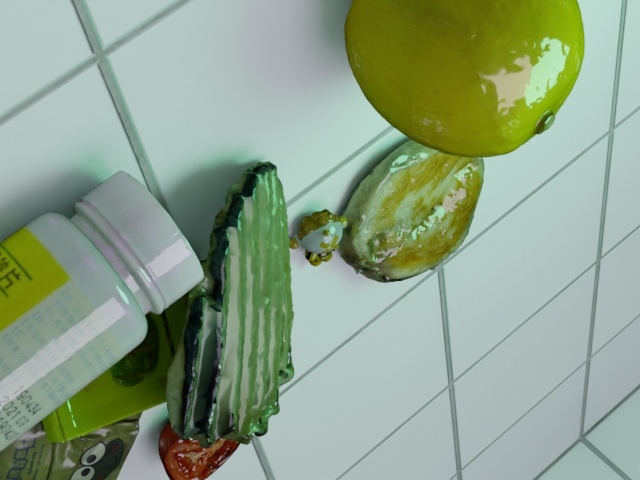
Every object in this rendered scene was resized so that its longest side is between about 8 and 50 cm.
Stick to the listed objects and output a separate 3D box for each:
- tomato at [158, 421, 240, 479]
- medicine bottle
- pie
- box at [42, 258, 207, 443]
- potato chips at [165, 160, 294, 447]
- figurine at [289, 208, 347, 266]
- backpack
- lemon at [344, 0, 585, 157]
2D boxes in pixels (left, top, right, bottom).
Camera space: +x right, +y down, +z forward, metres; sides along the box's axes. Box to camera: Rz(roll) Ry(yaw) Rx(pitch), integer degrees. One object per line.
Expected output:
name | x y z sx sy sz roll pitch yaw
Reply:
tomato | -0.211 0.340 2.105 0.174 0.082 0.166 -32 142 -16
medicine bottle | -0.352 0.093 1.529 0.379 0.213 0.213 -38 148 -16
pie | 0.164 -0.058 2.130 0.339 0.077 0.339 -25 137 -26
box | -0.270 0.155 1.753 0.335 0.047 0.187 -18 96 -41
potato chips | -0.114 0.099 1.768 0.358 0.070 0.429 -25 120 -65
figurine | -0.004 0.003 2.004 0.101 0.068 0.143 -13 152 -34
backpack | -0.400 0.291 1.773 0.253 0.140 0.207 1 124 -41
lemon | 0.204 -0.284 1.675 0.348 0.348 0.348 -31 146 -25
